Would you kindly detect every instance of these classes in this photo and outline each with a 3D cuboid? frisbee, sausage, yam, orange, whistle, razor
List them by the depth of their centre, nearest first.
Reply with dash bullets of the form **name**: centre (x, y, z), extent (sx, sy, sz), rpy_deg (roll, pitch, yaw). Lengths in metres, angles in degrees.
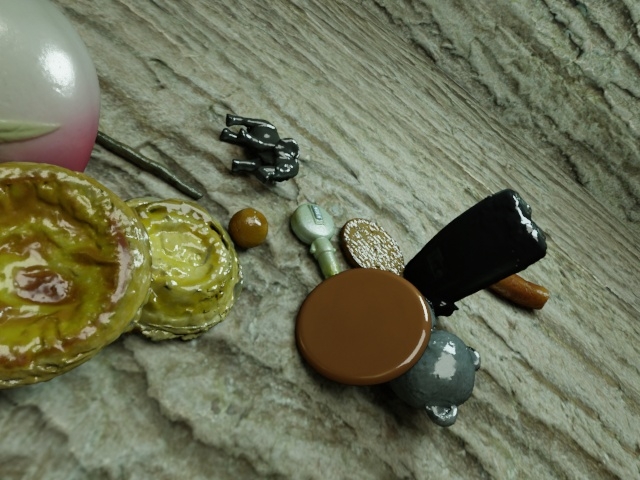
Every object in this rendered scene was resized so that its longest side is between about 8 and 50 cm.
- **frisbee**: centre (0.076, 0.147, 0.827), extent (0.251, 0.021, 0.250), rpy_deg (-6, 48, 7)
- **yam**: centre (-0.335, -0.148, 0.881), extent (0.234, 0.029, 0.027), rpy_deg (31, 82, -14)
- **orange**: centre (-0.140, -0.025, 0.885), extent (0.085, 0.085, 0.085), rpy_deg (22, 43, -22)
- **whistle**: centre (0.000, 0.000, 0.991), extent (0.104, 0.057, 0.198), rpy_deg (3, 51, -37)
- **razor**: centre (0.336, 0.037, 1.026), extent (0.107, 0.327, 0.189), rpy_deg (17, 45, -37)
- **sausage**: centre (0.549, 0.122, 1.315), extent (0.302, 0.076, 0.102), rpy_deg (29, 33, -17)

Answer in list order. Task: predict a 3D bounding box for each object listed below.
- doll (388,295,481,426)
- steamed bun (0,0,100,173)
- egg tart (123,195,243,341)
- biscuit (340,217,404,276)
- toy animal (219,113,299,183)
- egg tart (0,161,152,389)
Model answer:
- **doll**: centre (0.147, 0.202, 0.883), extent (0.340, 0.158, 0.246), rpy_deg (29, 43, 31)
- **steamed bun**: centre (-0.455, -0.189, 0.639), extent (0.309, 0.309, 0.309), rpy_deg (22, 43, -22)
- **egg tart**: centre (-0.243, 0.027, 0.741), extent (0.279, 0.095, 0.278), rpy_deg (23, 44, -24)
- **biscuit**: centre (0.126, 0.024, 1.096), extent (0.188, 0.027, 0.187), rpy_deg (23, 42, -23)
- **toy animal**: centre (-0.133, -0.211, 1.031), extent (0.146, 0.114, 0.245), rpy_deg (6, 51, -35)
- **egg tart**: centre (-0.368, 0.042, 0.571), extent (0.295, 0.116, 0.294), rpy_deg (9, 67, -22)
